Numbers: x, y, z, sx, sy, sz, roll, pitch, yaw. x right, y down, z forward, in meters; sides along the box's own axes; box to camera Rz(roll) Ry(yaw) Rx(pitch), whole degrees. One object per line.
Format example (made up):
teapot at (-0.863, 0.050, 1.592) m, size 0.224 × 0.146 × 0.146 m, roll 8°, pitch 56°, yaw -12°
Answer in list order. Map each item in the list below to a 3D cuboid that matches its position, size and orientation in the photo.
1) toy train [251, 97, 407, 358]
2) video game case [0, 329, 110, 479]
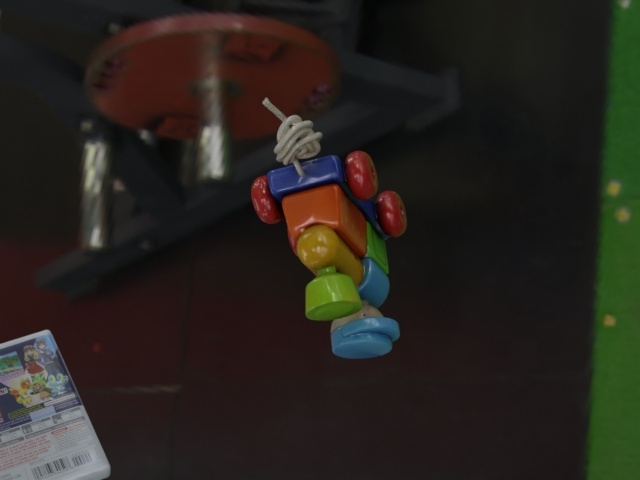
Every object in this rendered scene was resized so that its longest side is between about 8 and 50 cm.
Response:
toy train at (0.000, 0.000, 1.217) m, size 0.105 × 0.248 × 0.143 m, roll -14°, pitch 65°, yaw 15°
video game case at (-0.338, 0.193, 1.491) m, size 0.183 × 0.201 × 0.023 m, roll 60°, pitch 156°, yaw 31°
